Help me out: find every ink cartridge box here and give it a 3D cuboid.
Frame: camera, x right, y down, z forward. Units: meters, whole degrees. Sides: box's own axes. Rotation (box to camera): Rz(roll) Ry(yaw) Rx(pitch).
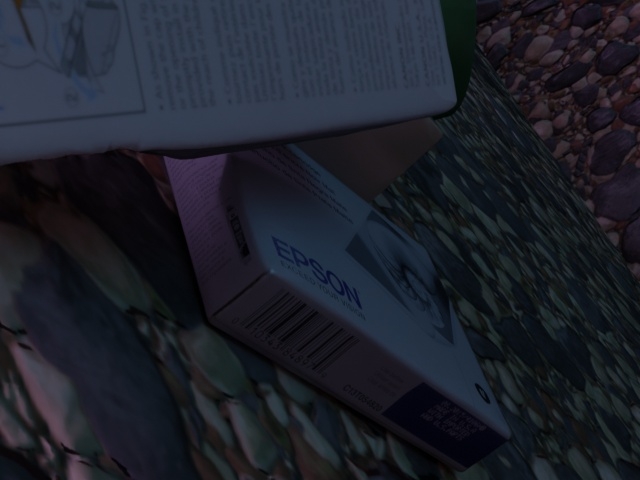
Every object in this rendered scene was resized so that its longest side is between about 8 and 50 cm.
[{"bbox_3d":[-0.090,-0.183,0.476,0.385,0.091,0.308,-15,97,-54],"label":"ink cartridge box"},{"bbox_3d":[0.000,0.000,0.674,0.223,0.045,0.224,36,22,-42],"label":"ink cartridge box"}]

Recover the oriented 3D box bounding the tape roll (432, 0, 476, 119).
[{"bbox_3d":[0.041,-0.252,0.978,0.321,0.077,0.321,169,-90,-82],"label":"tape roll"}]

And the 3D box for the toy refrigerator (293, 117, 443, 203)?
[{"bbox_3d":[-0.042,-0.145,0.772,0.269,0.094,0.102,40,14,-32],"label":"toy refrigerator"}]
